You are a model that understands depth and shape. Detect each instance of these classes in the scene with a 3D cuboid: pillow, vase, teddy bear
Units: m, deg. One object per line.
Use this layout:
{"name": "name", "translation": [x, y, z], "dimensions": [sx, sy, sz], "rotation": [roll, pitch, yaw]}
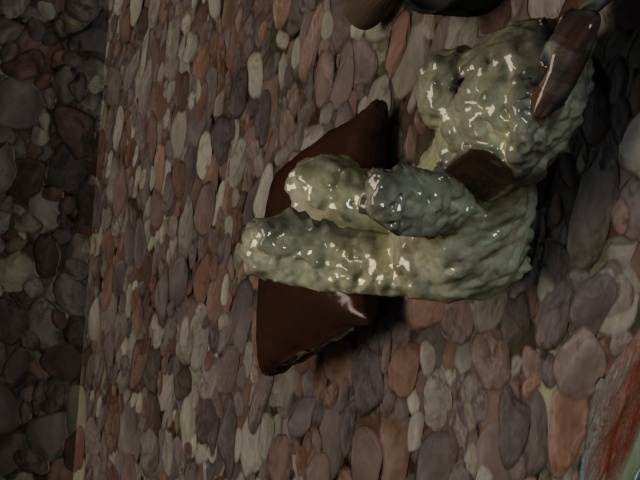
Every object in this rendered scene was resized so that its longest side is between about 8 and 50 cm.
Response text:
{"name": "pillow", "translation": [0.000, 0.000, 2.324], "dimensions": [0.308, 0.108, 0.305], "rotation": [-32, 50, 59]}
{"name": "vase", "translation": [0.075, -0.313, 2.294], "dimensions": [0.100, 0.053, 0.053], "rotation": [-36, 52, 56]}
{"name": "teddy bear", "translation": [0.110, -0.125, 1.845], "dimensions": [0.327, 0.375, 0.362], "rotation": [-52, -32, -47]}

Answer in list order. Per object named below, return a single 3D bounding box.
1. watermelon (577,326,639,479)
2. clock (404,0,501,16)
{"name": "watermelon", "translation": [0.315, 0.156, 1.420], "dimensions": [0.258, 0.228, 0.387], "rotation": [-165, 88, -77]}
{"name": "clock", "translation": [0.171, -0.416, 2.073], "dimensions": [0.319, 0.066, 0.319], "rotation": [-174, 90, -68]}
